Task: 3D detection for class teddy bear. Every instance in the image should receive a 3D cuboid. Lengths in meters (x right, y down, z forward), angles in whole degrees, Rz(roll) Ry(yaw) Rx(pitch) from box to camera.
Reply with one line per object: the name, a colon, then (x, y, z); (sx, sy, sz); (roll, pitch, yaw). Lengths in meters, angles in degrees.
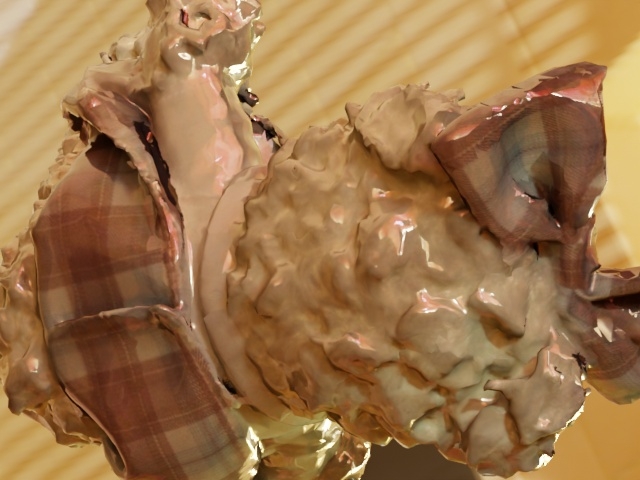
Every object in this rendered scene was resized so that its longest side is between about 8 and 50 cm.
teddy bear: (-0.020, 0.007, 0.444); (0.111, 0.133, 0.213); (-25, 14, -27)
